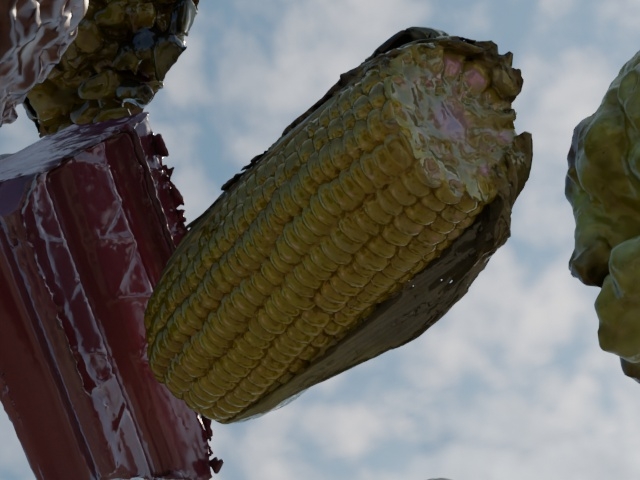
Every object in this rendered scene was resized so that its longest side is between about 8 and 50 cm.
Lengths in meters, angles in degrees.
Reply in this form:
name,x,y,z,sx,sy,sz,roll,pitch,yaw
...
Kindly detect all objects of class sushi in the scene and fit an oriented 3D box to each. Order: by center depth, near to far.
name,x,y,z,sx,sy,sz,roll,pitch,yaw
sushi,-0.181,-0.207,1.507,0.167,0.179,0.296,40,-68,-6

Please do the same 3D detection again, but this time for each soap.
name,x,y,z,sx,sy,sz,roll,pitch,yaw
soap,-0.145,0.056,1.157,0.099,0.162,0.250,-10,-75,32

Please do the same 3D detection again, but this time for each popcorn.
name,x,y,z,sx,sy,sz,roll,pitch,yaw
popcorn,0.277,-0.034,1.110,0.237,0.293,0.293,-8,-39,31

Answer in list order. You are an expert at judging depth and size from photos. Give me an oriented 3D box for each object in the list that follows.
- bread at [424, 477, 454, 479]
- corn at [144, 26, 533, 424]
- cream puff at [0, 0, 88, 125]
name,x,y,z,sx,sy,sz,roll,pitch,yaw
bread,0.065,0.226,1.011,0.073,0.053,0.214,-30,-56,-44
corn,0.003,-0.001,1.008,0.122,0.123,0.305,25,-43,-24
cream puff,-0.242,-0.087,0.500,0.350,0.228,0.350,16,-21,6
